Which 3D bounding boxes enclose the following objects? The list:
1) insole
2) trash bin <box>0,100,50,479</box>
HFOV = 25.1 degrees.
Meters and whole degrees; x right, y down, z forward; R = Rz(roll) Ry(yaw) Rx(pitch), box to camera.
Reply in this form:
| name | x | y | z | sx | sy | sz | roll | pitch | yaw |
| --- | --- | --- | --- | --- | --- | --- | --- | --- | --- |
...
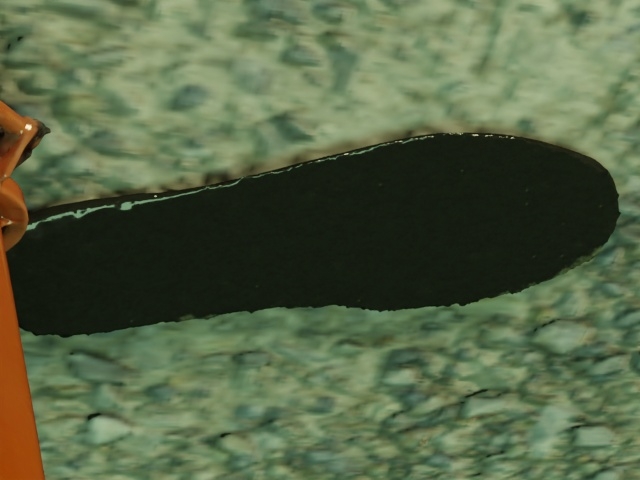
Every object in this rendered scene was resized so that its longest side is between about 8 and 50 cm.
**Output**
| name | x | y | z | sx | sy | sz | roll | pitch | yaw |
| --- | --- | --- | --- | --- | --- | --- | --- | --- | --- |
| insole | 0.000 | 0.000 | 0.685 | 0.310 | 0.012 | 0.110 | -9 | 132 | -11 |
| trash bin | -0.174 | 0.049 | 0.505 | 0.184 | 0.238 | 0.161 | -36 | 142 | 10 |
